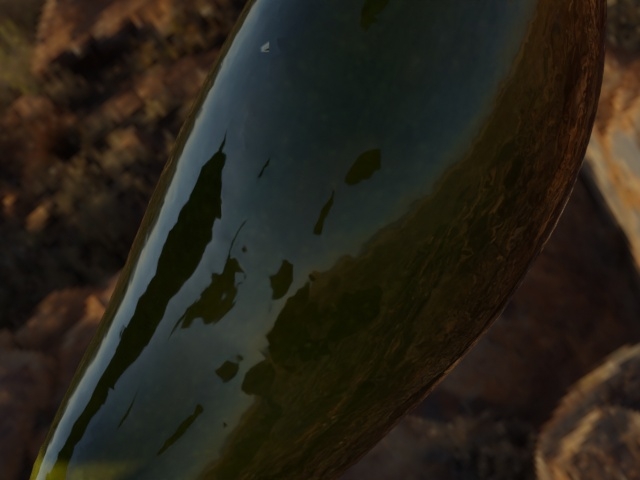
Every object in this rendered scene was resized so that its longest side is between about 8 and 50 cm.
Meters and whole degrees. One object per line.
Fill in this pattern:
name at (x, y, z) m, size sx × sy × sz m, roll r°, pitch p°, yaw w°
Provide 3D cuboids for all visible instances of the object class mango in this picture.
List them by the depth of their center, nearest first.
mango at (0.001, -0.003, 0.619) m, size 0.289 × 0.129 × 0.146 m, roll -55°, pitch 10°, yaw 20°
